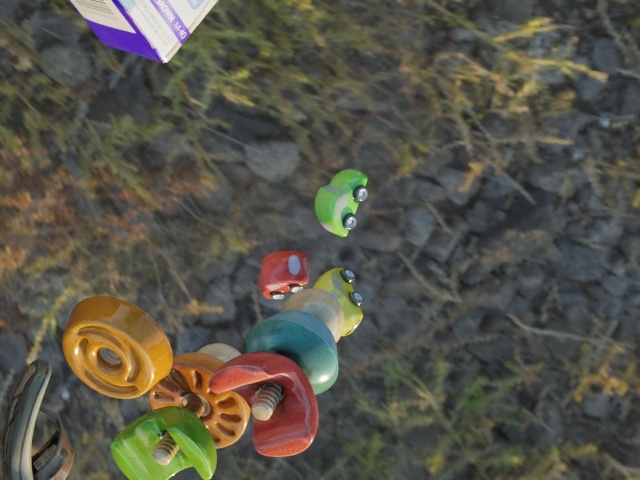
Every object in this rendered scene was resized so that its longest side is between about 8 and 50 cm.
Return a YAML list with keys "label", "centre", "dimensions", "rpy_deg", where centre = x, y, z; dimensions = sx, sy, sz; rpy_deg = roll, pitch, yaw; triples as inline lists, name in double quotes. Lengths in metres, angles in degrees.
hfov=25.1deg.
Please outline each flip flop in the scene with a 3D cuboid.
- label: "flip flop"
  centre: [-0.334, 0.278, 1.709]
  dimensions: [0.080, 0.112, 0.277]
  rpy_deg: [1, 90, -19]

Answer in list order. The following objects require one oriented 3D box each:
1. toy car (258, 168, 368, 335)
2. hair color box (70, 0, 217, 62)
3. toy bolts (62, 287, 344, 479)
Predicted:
- label: "toy car"
  centre: [0.000, 0.000, 2.030]
  dimensions: [0.053, 0.239, 0.225]
  rpy_deg: [17, 94, -38]
- label: "hair color box"
  centre: [-0.119, -0.356, 1.342]
  dimensions: [0.338, 0.110, 0.185]
  rpy_deg: [-55, 139, -17]
- label: "toy bolts"
  centre: [-0.092, 0.097, 1.301]
  dimensions: [0.229, 0.158, 0.218]
  rpy_deg: [-14, 117, 33]
